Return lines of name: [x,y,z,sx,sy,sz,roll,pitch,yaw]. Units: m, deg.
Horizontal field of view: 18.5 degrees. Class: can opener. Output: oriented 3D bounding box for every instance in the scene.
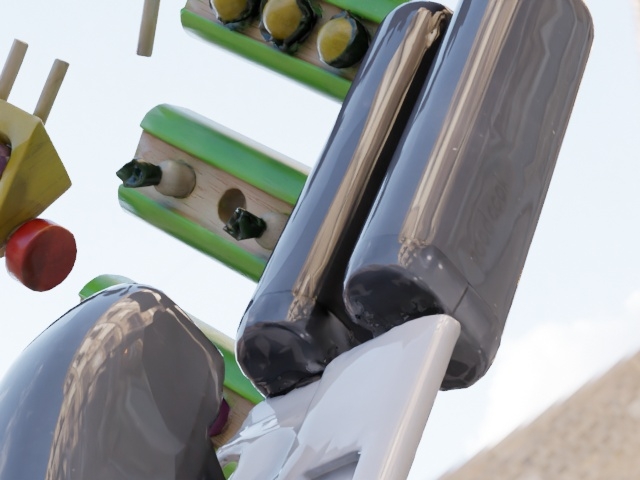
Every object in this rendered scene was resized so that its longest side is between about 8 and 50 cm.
can opener: [0.000,0.000,0.499,0.076,0.095,0.283,-27,25,35]

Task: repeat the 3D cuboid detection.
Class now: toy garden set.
toy garden set: [-0.056,-0.061,0.692,0.049,0.204,0.244,9,-76,-50]
